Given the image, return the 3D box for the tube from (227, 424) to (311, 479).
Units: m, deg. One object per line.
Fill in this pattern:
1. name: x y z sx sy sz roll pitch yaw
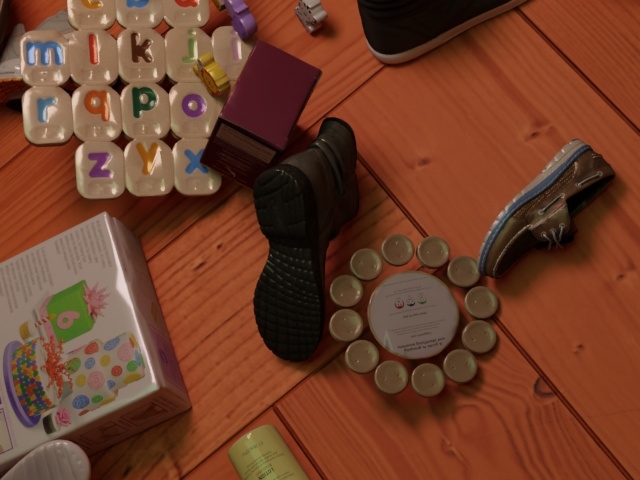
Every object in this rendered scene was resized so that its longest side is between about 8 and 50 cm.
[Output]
1. tube: -0.013 0.304 1.530 0.240 0.062 0.070 57 135 24

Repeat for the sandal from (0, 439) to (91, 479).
1. sandal: -0.344 0.316 1.637 0.265 0.076 0.102 -41 87 13

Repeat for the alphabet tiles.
1. alphabet tiles: -0.210 -0.183 1.737 0.284 0.021 0.278 -3 77 -12

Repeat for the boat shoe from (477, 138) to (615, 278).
1. boat shoe: 0.241 -0.025 1.561 0.066 0.066 0.183 38 85 27

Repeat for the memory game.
1. memory game: 0.100 0.079 1.565 0.186 0.012 0.186 2 70 -4

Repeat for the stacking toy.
1. stacking toy: -0.118 -0.300 1.748 0.167 0.052 0.221 -34 85 -17

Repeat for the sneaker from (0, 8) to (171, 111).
1. sneaker: -0.296 -0.242 1.840 0.262 0.099 0.121 -3 64 18

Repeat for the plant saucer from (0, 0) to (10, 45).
1. plant saucer: -0.511 -0.263 1.920 0.310 0.050 0.310 -18 57 30

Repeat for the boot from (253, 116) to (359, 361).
1. boot: 0.000 0.000 1.616 0.083 0.246 0.161 14 30 25

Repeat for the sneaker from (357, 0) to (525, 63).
1. sneaker: 0.164 -0.325 1.667 0.296 0.147 0.104 -32 60 4

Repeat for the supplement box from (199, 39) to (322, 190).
1. supplement box: -0.070 -0.136 1.644 0.081 0.188 0.104 27 73 -4

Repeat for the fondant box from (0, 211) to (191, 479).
1. fondant box: -0.340 0.147 1.695 0.330 0.096 0.238 -26 62 10
